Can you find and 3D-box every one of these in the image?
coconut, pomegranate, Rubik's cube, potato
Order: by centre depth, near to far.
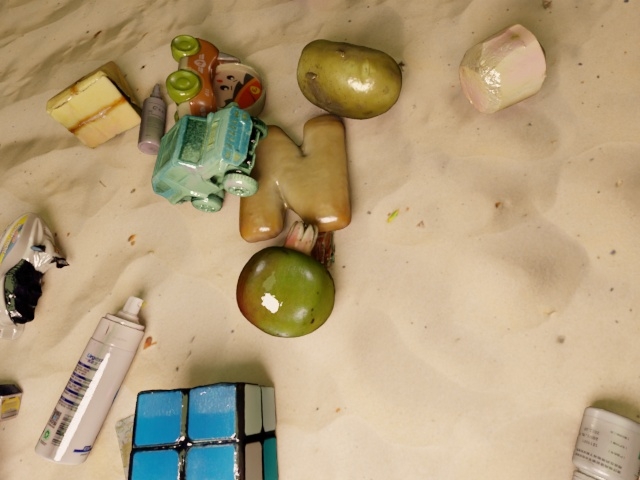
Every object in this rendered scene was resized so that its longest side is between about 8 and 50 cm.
[{"bbox_3d":[-0.177,0.324,0.668,0.184,0.180,0.167,-7,67,7],"label":"Rubik's cube"},{"bbox_3d":[-0.054,0.066,0.739,0.180,0.180,0.209,19,87,18],"label":"pomegranate"},{"bbox_3d":[0.373,-0.343,0.836,0.153,0.147,0.147,-25,66,5],"label":"coconut"},{"bbox_3d":[0.058,-0.337,0.878,0.228,0.197,0.148,20,94,7],"label":"potato"}]

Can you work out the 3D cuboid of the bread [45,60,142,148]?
[{"bbox_3d":[-0.589,-0.388,1.041,0.168,0.163,0.264,-34,66,-2],"label":"bread"}]

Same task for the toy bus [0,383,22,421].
[{"bbox_3d":[-0.695,0.328,0.840,0.172,0.057,0.072,-4,77,10],"label":"toy bus"}]

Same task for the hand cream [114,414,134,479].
[{"bbox_3d":[-0.324,0.409,0.741,0.067,0.042,0.194,-27,62,2],"label":"hand cream"}]

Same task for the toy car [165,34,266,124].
[{"bbox_3d":[-0.239,-0.362,0.989,0.235,0.145,0.235,4,66,-8],"label":"toy car"}]

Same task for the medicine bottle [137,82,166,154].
[{"bbox_3d":[-0.413,-0.309,1.031,0.058,0.057,0.199,-7,67,9],"label":"medicine bottle"}]

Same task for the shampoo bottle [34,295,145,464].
[{"bbox_3d":[-0.419,0.252,0.795,0.092,0.092,0.303,15,72,17],"label":"shampoo bottle"}]

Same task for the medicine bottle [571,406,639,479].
[{"bbox_3d":[0.413,0.318,0.602,0.080,0.080,0.130,20,74,18],"label":"medicine bottle"}]

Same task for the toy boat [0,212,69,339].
[{"bbox_3d":[-0.633,0.075,0.887,0.141,0.141,0.269,14,70,16],"label":"toy boat"}]

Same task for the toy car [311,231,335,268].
[{"bbox_3d":[0.000,0.000,0.836,0.059,0.035,0.121,-1,71,15],"label":"toy car"}]

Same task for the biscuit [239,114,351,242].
[{"bbox_3d":[-0.058,-0.139,0.876,0.237,0.062,0.290,-6,62,10],"label":"biscuit"}]

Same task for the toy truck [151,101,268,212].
[{"bbox_3d":[-0.228,-0.160,0.840,0.279,0.156,0.154,-15,63,50],"label":"toy truck"}]
